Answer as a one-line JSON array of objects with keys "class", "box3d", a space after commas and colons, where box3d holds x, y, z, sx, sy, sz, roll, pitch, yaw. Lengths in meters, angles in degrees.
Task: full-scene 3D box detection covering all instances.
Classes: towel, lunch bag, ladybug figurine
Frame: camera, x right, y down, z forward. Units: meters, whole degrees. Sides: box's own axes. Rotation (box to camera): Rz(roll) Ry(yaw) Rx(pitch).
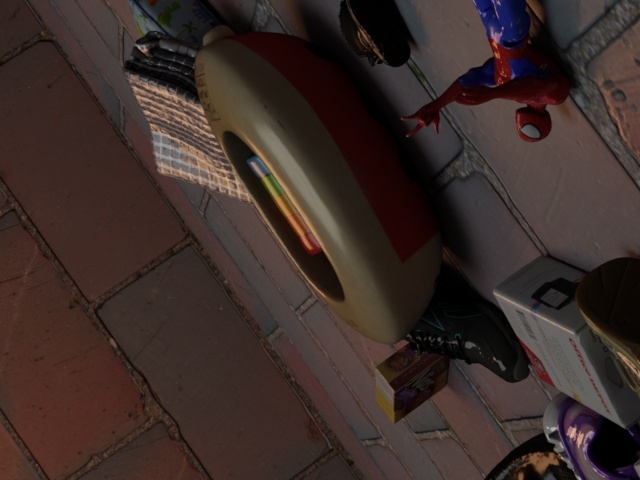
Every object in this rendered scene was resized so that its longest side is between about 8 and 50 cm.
[{"class": "towel", "box3d": [-0.137, -0.164, 2.111, 0.283, 0.121, 0.235, 20, 154, 27]}, {"class": "lunch bag", "box3d": [-0.202, -0.300, 2.275, 0.219, 0.090, 0.176, 47, 166, 33]}, {"class": "ladybug figurine", "box3d": [0.008, -0.083, 1.842, 0.449, 0.162, 0.305, 57, 168, -12]}]

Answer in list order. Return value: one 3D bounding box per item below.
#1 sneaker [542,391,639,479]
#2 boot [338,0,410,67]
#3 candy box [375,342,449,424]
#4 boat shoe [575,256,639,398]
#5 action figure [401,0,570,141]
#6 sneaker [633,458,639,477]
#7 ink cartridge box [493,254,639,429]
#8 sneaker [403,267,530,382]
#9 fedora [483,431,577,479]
[{"class": "sneaker", "box3d": [0.345, 0.272, 1.671, 0.236, 0.095, 0.104, 58, 161, -7]}, {"class": "boot", "box3d": [0.046, -0.235, 1.557, 0.121, 0.045, 0.099, 60, 171, -25]}, {"class": "candy box", "box3d": [0.140, 0.209, 2.280, 0.053, 0.109, 0.187, 51, 168, 18]}, {"class": "boat shoe", "box3d": [0.328, 0.122, 1.293, 0.089, 0.104, 0.285, 59, 179, -41]}, {"class": "action figure", "box3d": [0.120, -0.169, 1.216, 0.091, 0.139, 0.280, 44, 167, 49]}, {"class": "sneaker", "box3d": [0.390, 0.260, 1.425, 0.153, 0.094, 0.235, 53, 169, 6]}, {"class": "ink cartridge box", "box3d": [0.268, 0.101, 1.518, 0.127, 0.072, 0.175, 60, 168, -22]}, {"class": "sneaker", "box3d": [0.167, 0.120, 1.921, 0.267, 0.106, 0.101, 40, 160, 50]}, {"class": "fedora", "box3d": [0.305, 0.402, 1.881, 0.152, 0.334, 0.334, 27, 177, -18]}]
